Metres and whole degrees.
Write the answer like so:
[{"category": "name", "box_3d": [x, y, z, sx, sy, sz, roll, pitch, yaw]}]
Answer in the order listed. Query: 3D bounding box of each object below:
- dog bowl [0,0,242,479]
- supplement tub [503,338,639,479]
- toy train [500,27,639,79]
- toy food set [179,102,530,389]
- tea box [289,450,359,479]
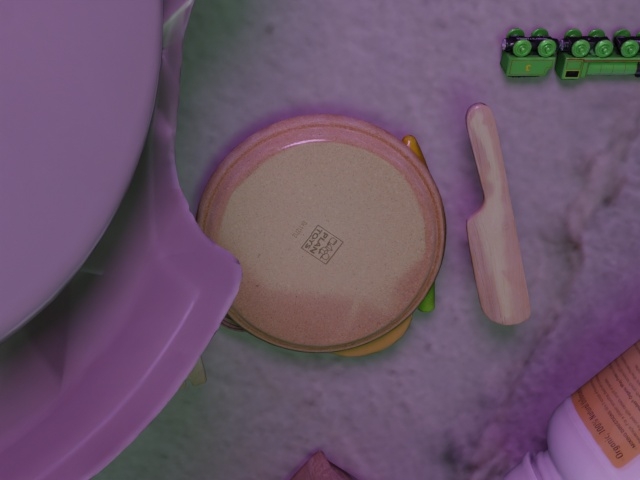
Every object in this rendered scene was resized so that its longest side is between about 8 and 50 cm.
[{"category": "dog bowl", "box_3d": [-0.164, -0.078, 0.406, 0.348, 0.102, 0.349, 2, 88, -47]}, {"category": "supplement tub", "box_3d": [0.209, 0.108, 0.710, 0.199, 0.144, 0.144, -41, 116, 9]}, {"category": "toy train", "box_3d": [0.127, -0.090, 0.671, 0.083, 0.017, 0.024, -1, 125, -11]}, {"category": "toy food set", "box_3d": [0.000, 0.000, 0.683, 0.192, 0.038, 0.132, -11, 110, 0]}, {"category": "tea box", "box_3d": [0.003, 0.348, 0.682, 0.220, 0.329, 0.323, 37, 102, -24]}]
